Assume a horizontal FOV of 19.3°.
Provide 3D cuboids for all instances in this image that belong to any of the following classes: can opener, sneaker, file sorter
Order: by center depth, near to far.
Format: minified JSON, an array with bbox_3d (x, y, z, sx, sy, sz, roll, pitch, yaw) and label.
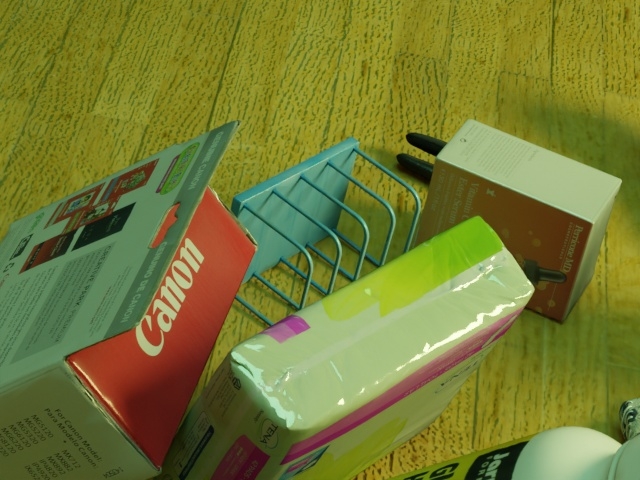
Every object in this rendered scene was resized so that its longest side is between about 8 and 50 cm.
[{"bbox_3d":[0.295,0.174,1.717,0.058,0.052,0.135,18,29,26],"label":"sneaker"},{"bbox_3d":[0.000,0.000,1.807,0.104,0.118,0.170,37,44,25],"label":"file sorter"},{"bbox_3d":[0.167,-0.065,1.996,0.186,0.073,0.059,18,76,14],"label":"can opener"}]

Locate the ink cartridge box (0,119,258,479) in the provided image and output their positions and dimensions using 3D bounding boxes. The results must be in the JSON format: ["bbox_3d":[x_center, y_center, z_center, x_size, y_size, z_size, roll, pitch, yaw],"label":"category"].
[{"bbox_3d":[-0.173,0.069,1.540,0.272,0.130,0.309,-24,26,29],"label":"ink cartridge box"}]

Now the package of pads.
[{"bbox_3d":[0.018,0.124,1.557,0.296,0.229,0.101,-26,70,-37],"label":"package of pads"}]

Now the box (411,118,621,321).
[{"bbox_3d":[0.194,-0.021,1.870,0.170,0.130,0.091,23,38,16],"label":"box"}]

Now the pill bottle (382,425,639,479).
[{"bbox_3d":[0.134,0.239,1.329,0.188,0.334,0.188,30,49,-41],"label":"pill bottle"}]
